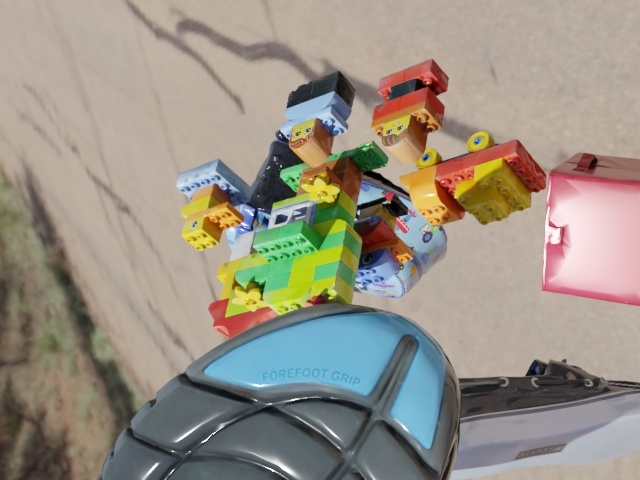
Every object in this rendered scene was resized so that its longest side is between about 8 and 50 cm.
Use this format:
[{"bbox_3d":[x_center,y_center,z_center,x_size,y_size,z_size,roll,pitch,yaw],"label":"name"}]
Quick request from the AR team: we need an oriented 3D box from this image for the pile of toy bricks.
[{"bbox_3d":[0.000,0.000,0.585,0.118,0.212,0.105,42,-135,-37],"label":"pile of toy bricks"}]

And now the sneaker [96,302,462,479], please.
[{"bbox_3d":[-0.039,0.158,0.524,0.125,0.139,0.341,43,116,19],"label":"sneaker"}]

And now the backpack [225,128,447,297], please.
[{"bbox_3d":[0.021,0.000,1.014,0.173,0.117,0.158,23,163,12],"label":"backpack"}]

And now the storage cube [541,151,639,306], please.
[{"bbox_3d":[0.458,-0.021,1.721,0.193,0.183,0.215,9,107,25],"label":"storage cube"}]

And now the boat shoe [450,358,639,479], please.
[{"bbox_3d":[0.165,0.122,0.832,0.080,0.228,0.076,110,148,-51],"label":"boat shoe"}]
